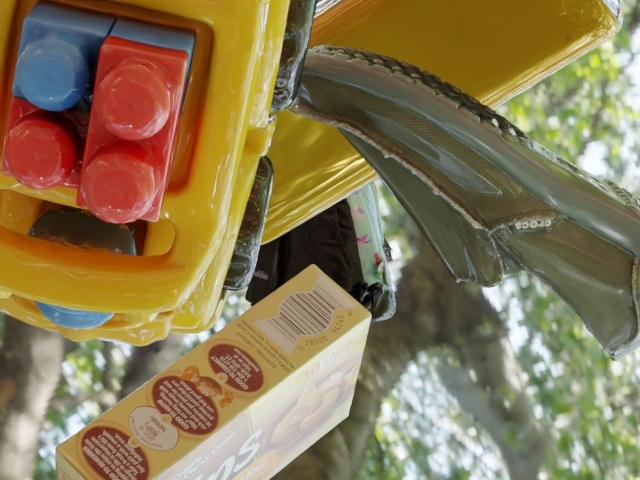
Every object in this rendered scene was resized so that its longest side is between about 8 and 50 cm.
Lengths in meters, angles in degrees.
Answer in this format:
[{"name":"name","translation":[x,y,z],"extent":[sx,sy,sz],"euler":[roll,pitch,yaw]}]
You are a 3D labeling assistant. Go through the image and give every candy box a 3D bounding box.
[{"name":"candy box","translation":[-0.099,0.177,1.493],"extent":[0.316,0.183,0.087],"euler":[-35,-117,-30]}]

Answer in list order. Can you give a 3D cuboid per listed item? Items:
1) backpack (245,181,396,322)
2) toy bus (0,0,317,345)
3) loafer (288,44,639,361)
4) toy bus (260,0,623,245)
[{"name":"backpack","translation":[0.000,0.000,1.644],"extent":[0.152,0.115,0.182],"euler":[-10,-93,22]},{"name":"toy bus","translation":[-0.084,-0.039,0.634],"extent":[0.149,0.220,0.211],"euler":[11,-158,-6]},{"name":"loafer","translation":[0.084,-0.017,0.830],"extent":[0.087,0.251,0.094],"euler":[-59,180,12]},{"name":"toy bus","translation":[0.019,-0.100,0.991],"extent":[0.333,0.108,0.130],"euler":[-30,-163,22]}]
